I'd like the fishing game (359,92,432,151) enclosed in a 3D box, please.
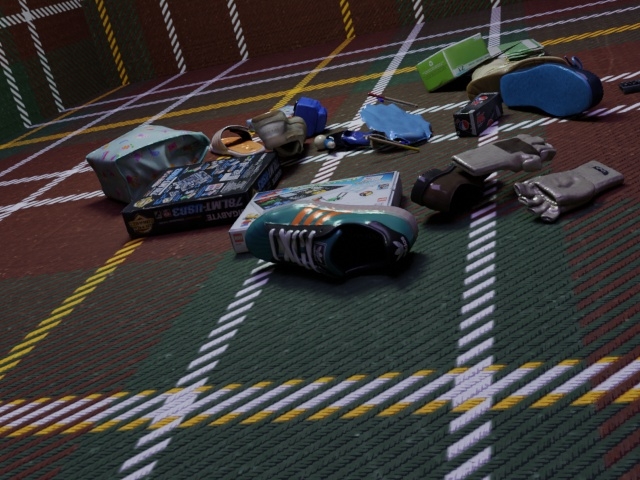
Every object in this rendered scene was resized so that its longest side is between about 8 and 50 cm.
[{"bbox_3d":[0.184,-0.284,1.839,0.189,0.041,0.264,11,34,-6],"label":"fishing game"}]

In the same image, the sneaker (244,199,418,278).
[{"bbox_3d":[0.000,0.000,1.216,0.302,0.108,0.121,-3,19,23],"label":"sneaker"}]

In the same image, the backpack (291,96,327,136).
[{"bbox_3d":[-0.032,-0.349,2.131,0.101,0.098,0.120,15,21,-5],"label":"backpack"}]

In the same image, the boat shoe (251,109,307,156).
[{"bbox_3d":[-0.093,-0.258,1.910,0.109,0.098,0.302,-20,-3,11],"label":"boat shoe"}]

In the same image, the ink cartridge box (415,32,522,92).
[{"bbox_3d":[0.439,-0.551,2.219,0.188,0.097,0.255,-30,4,-34],"label":"ink cartridge box"}]

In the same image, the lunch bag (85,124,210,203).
[{"bbox_3d":[-0.438,-0.212,1.953,0.262,0.160,0.223,-33,27,-28],"label":"lunch bag"}]

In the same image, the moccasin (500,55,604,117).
[{"bbox_3d":[0.556,-0.375,1.770,0.116,0.138,0.342,-15,22,-16],"label":"moccasin"}]

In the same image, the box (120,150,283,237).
[{"bbox_3d":[-0.259,-0.112,1.706,0.293,0.073,0.295,-9,22,14],"label":"box"}]

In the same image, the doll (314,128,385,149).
[{"bbox_3d":[0.063,-0.256,1.899,0.188,0.046,0.129,2,26,35],"label":"doll"}]

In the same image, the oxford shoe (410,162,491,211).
[{"bbox_3d":[0.264,-0.098,1.366,0.096,0.083,0.227,30,41,29],"label":"oxford shoe"}]

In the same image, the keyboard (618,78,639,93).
[{"bbox_3d":[0.806,-0.376,1.771,0.180,0.023,0.108,-9,22,15],"label":"keyboard"}]

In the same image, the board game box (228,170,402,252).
[{"bbox_3d":[-0.003,-0.056,1.433,0.305,0.053,0.193,-8,23,16],"label":"board game box"}]

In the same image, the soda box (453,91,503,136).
[{"bbox_3d":[0.380,-0.304,1.801,0.053,0.060,0.169,2,27,38],"label":"soda box"}]

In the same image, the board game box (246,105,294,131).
[{"bbox_3d":[-0.109,-0.368,2.298,0.160,0.039,0.211,-25,23,-26],"label":"board game box"}]

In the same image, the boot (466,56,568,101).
[{"bbox_3d":[0.531,-0.451,2.029,0.261,0.095,0.203,-14,19,20],"label":"boot"}]

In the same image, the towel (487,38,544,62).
[{"bbox_3d":[0.558,-0.604,2.478,0.324,0.038,0.248,-12,20,11],"label":"towel"}]

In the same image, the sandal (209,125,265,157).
[{"bbox_3d":[-0.235,-0.289,2.125,0.101,0.076,0.265,-25,24,-26],"label":"sandal"}]

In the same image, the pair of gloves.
[{"bbox_3d":[0.374,-0.118,1.314,0.204,0.042,0.240,-22,40,-32],"label":"pair of gloves"}]
